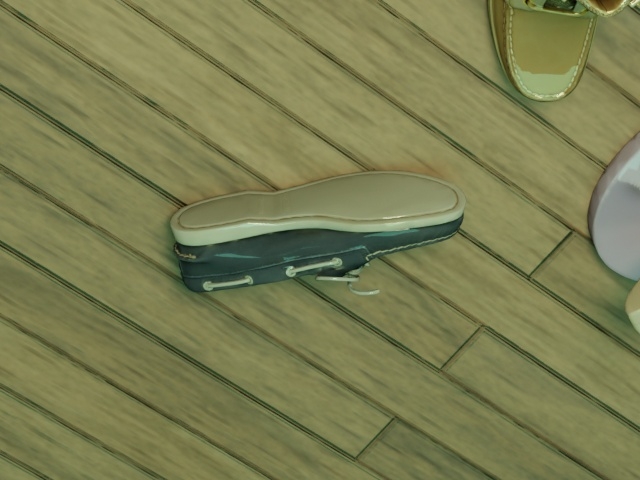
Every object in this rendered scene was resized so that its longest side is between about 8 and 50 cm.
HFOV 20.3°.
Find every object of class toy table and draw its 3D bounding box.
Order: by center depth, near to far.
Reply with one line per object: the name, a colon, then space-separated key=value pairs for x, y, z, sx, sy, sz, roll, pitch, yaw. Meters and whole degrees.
toy table: x=0.368 y=-0.026 z=1.515 sx=0.274 sy=0.161 sz=0.252 roll=-38 pitch=115 yaw=17

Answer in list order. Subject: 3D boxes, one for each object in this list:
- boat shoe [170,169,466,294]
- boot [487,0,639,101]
boat shoe: x=0.000 y=0.000 z=1.535 sx=0.255 sy=0.095 sz=0.079 roll=-9 pitch=118 yaw=2
boot: x=0.194 y=-0.199 z=1.375 sx=0.095 sy=0.203 sz=0.262 roll=3 pitch=118 yaw=-6
